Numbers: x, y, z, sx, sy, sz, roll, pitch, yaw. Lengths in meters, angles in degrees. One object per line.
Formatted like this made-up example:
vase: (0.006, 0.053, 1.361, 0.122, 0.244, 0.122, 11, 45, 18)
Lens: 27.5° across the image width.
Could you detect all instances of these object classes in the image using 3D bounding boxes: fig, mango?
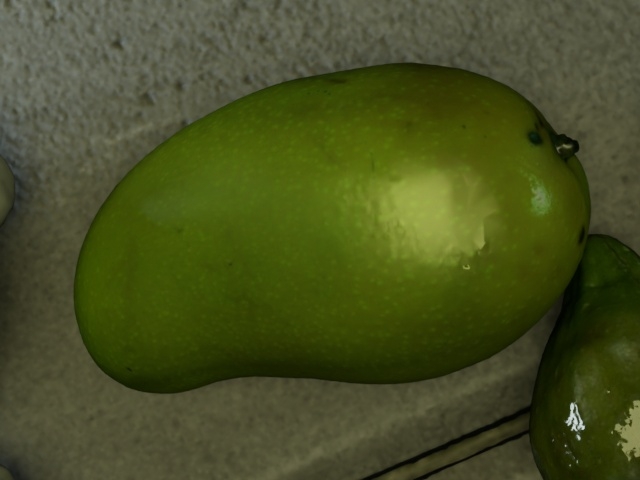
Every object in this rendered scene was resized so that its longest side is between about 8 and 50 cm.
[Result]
fig: (0.162, 0.072, 0.711, 0.123, 0.123, 0.156, -25, 73, 4)
mango: (0.000, 0.000, 0.710, 0.293, 0.143, 0.175, -15, 96, 14)

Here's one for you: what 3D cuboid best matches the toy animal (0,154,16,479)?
toy animal: (-0.265, 0.123, 0.721, 0.257, 0.194, 0.357, -14, 107, -19)
